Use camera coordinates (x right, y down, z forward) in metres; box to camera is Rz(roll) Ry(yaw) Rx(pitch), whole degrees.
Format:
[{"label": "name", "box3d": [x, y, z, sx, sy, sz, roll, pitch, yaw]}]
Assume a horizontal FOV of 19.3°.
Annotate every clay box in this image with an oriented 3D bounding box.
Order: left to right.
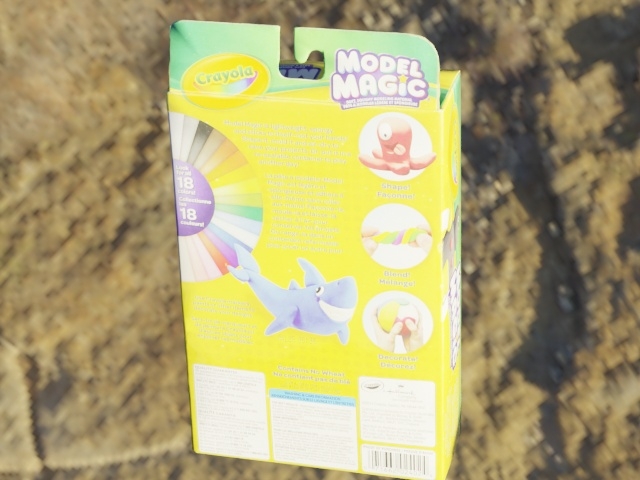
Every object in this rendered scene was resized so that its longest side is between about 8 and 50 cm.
[{"label": "clay box", "box3d": [0.000, 0.000, 0.869, 0.127, 0.222, 0.053, 6, 26, 14]}]
